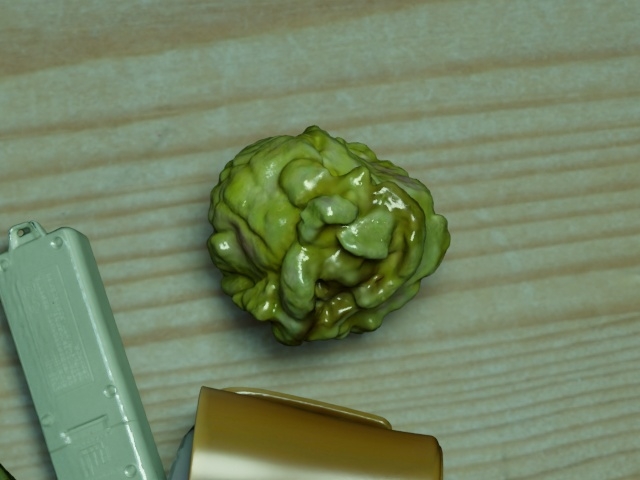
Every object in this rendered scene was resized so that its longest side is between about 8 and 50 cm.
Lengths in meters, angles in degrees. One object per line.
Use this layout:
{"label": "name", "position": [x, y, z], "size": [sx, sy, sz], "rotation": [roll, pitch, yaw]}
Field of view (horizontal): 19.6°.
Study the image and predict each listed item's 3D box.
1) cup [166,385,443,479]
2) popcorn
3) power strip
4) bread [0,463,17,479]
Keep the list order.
{"label": "cup", "position": [-0.019, 0.228, 1.795], "size": [0.264, 0.182, 0.226], "rotation": [6, 34, -2]}
{"label": "popcorn", "position": [0.000, 0.000, 1.842], "size": [0.259, 0.259, 0.212], "rotation": [28, 108, 2]}
{"label": "power strip", "position": [-0.239, 0.140, 1.837], "size": [0.098, 0.058, 0.338], "rotation": [-22, 75, 10]}
{"label": "bread", "position": [-0.428, 0.342, 1.703], "size": [0.366, 0.129, 0.382], "rotation": [32, 73, 15]}
